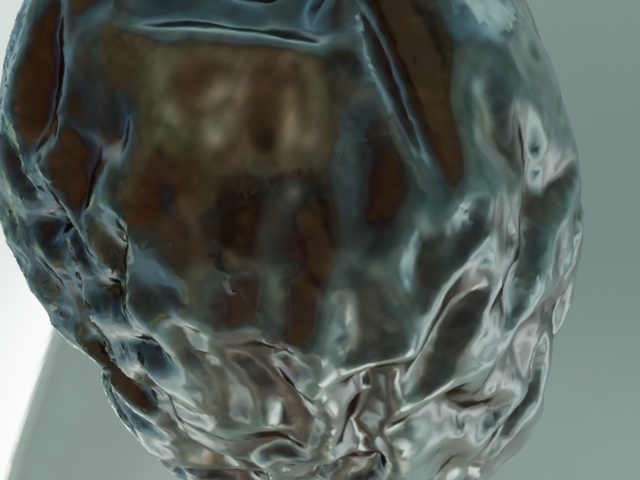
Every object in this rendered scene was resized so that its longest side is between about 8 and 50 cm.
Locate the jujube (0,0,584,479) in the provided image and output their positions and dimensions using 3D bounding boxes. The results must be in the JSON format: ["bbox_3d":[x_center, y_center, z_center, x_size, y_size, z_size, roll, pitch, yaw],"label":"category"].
[{"bbox_3d":[0.000,0.000,0.464,0.226,0.317,0.226,-4,-125,6],"label":"jujube"}]
